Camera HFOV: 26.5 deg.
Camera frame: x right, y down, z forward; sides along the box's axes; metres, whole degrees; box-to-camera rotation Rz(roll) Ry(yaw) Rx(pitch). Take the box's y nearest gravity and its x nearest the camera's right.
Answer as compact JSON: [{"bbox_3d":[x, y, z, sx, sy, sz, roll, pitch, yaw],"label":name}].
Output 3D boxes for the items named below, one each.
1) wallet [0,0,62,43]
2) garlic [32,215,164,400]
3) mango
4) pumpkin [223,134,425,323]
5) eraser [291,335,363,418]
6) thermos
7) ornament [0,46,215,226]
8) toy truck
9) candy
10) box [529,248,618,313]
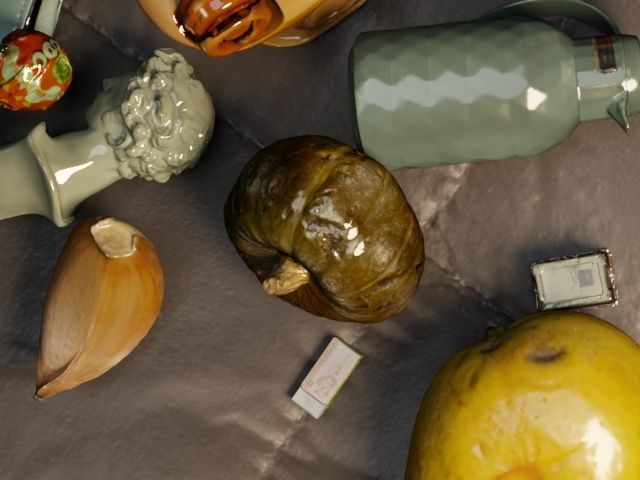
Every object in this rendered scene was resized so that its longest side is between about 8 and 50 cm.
[{"bbox_3d":[-0.352,-0.334,1.508,0.176,0.075,0.251,22,94,16],"label":"wallet"},{"bbox_3d":[-0.234,0.070,1.456,0.115,0.128,0.207,17,103,-30],"label":"garlic"},{"bbox_3d":[0.207,0.244,1.323,0.252,0.182,0.365,14,103,10],"label":"mango"},{"bbox_3d":[0.000,0.000,1.348,0.219,0.219,0.162,32,65,12],"label":"pumpkin"},{"bbox_3d":[0.007,0.146,1.441,0.038,0.019,0.083,35,96,10],"label":"eraser"},{"bbox_3d":[0.178,-0.162,1.358,0.286,0.145,0.182,-6,54,10],"label":"thermos"},{"bbox_3d":[-0.244,-0.093,1.455,0.285,0.120,0.130,-27,102,12],"label":"ornament"},{"bbox_3d":[-0.056,-0.312,1.372,0.288,0.211,0.204,-34,81,6],"label":"toy truck"},{"bbox_3d":[-0.382,-0.136,1.487,0.287,0.078,0.084,-31,124,31],"label":"candy"},{"bbox_3d":[0.253,0.043,1.366,0.084,0.063,0.060,-9,87,14],"label":"box"}]
